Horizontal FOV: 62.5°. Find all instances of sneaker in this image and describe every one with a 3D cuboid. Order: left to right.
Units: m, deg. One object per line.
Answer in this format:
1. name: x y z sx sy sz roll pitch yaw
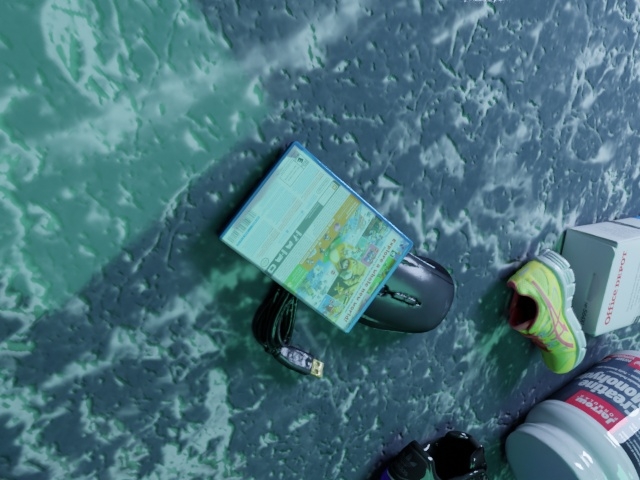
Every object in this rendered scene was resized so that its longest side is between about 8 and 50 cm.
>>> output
1. sneaker: 0.208 0.357 0.767 0.293 0.102 0.146 25 93 -35
2. sneaker: 0.314 0.115 0.761 0.094 0.081 0.208 -27 113 -12

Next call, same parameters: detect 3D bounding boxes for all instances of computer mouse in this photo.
1. computer mouse: 0.055 0.086 0.599 0.262 0.060 0.184 26 93 -35

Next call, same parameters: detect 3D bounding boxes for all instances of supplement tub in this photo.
1. supplement tub: 0.457 0.315 0.844 0.272 0.191 0.191 -24 119 -22

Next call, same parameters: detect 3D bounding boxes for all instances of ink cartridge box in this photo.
1. ink cartridge box: 0.463 0.048 0.811 0.203 0.086 0.148 -7 111 -28

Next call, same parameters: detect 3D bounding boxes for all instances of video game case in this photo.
1. video game case: 0.000 0.000 0.526 0.166 0.015 0.119 39 84 -18
